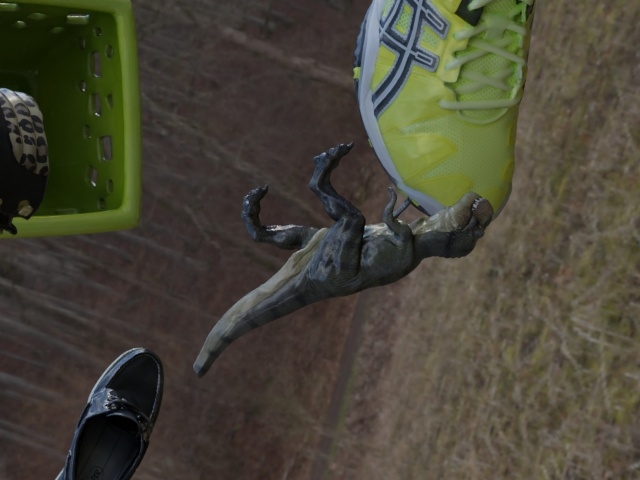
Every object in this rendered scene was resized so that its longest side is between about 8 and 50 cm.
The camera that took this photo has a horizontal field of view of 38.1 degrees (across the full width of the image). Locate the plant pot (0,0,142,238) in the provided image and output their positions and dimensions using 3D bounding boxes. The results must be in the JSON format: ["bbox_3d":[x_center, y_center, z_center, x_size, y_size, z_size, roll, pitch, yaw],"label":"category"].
[{"bbox_3d":[-0.319,-0.118,0.908,0.207,0.227,0.228,2,94,57],"label":"plant pot"}]

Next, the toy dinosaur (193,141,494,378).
[{"bbox_3d":[0.000,0.000,0.717,0.064,0.268,0.118,-27,-88,-87],"label":"toy dinosaur"}]

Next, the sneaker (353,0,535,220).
[{"bbox_3d":[0.115,-0.196,0.766,0.147,0.145,0.384,-159,62,-68],"label":"sneaker"}]

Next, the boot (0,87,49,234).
[{"bbox_3d":[-0.243,-0.017,0.549,0.178,0.085,0.236,16,-123,-52],"label":"boot"}]

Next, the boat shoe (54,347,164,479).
[{"bbox_3d":[-0.331,0.312,1.486,0.113,0.127,0.340,-33,22,52],"label":"boat shoe"}]
